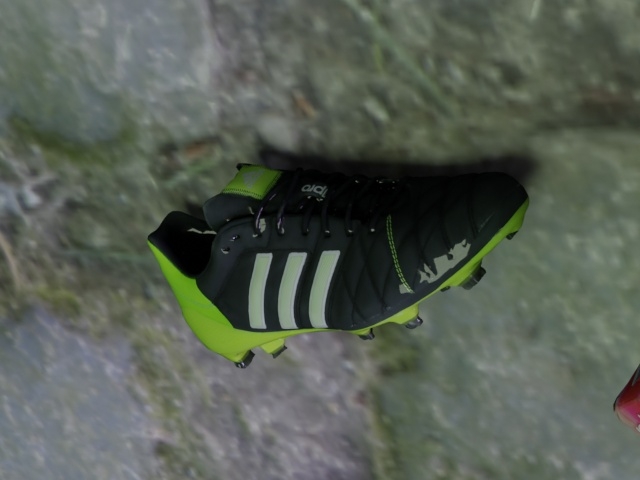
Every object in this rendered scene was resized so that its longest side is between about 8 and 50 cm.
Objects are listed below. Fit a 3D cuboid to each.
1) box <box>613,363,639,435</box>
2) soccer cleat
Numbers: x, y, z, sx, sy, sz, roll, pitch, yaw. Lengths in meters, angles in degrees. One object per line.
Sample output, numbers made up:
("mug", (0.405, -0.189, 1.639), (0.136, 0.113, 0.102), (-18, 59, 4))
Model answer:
("box", (0.232, 0.072, 0.578), (0.257, 0.122, 0.128), (37, 164, 0))
("soccer cleat", (0.000, 0.000, 0.746), (0.179, 0.060, 0.072), (-20, 112, 46))
